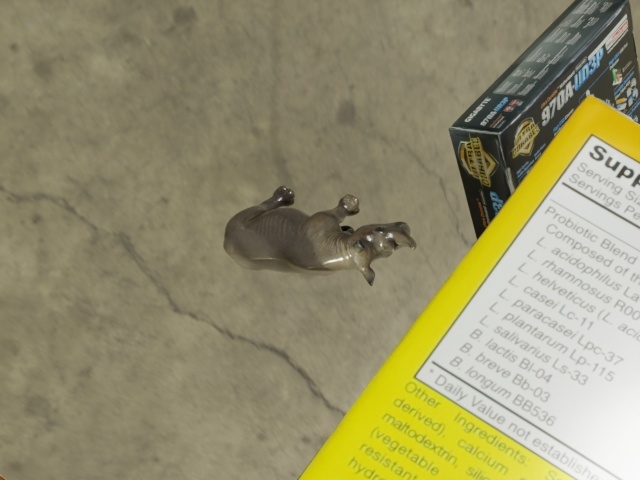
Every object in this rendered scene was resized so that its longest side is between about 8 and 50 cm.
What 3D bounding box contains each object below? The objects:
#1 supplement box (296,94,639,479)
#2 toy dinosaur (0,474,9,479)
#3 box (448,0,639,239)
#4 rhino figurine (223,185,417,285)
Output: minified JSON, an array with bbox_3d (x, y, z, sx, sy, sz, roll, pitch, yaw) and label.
[{"bbox_3d":[0.110,0.143,0.665,0.194,0.195,0.356,32,66,16],"label":"supplement box"},{"bbox_3d":[-0.231,0.299,0.853,0.218,0.164,0.322,0,43,-34],"label":"toy dinosaur"},{"bbox_3d":[0.203,-0.079,1.155,0.051,0.175,0.220,13,46,38],"label":"box"},{"bbox_3d":[0.000,0.000,1.452,0.243,0.073,0.106,7,32,37],"label":"rhino figurine"}]
